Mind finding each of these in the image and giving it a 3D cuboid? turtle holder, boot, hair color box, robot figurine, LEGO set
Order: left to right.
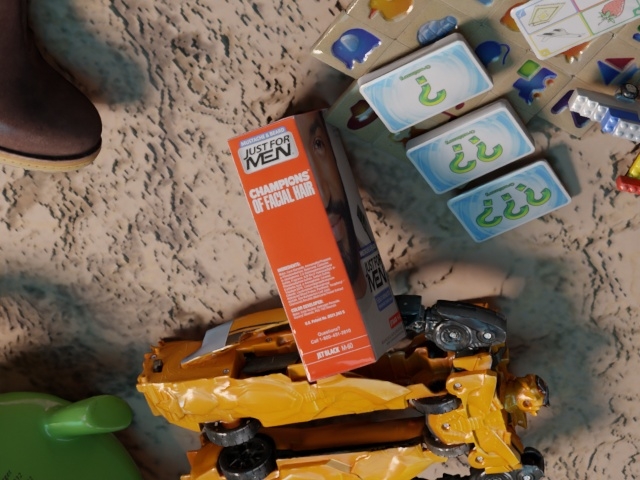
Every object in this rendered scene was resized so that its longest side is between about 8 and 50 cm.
[{"bbox_3d":[-0.269,0.227,1.334,0.227,0.243,0.320,-8,149,37],"label":"turtle holder"},{"bbox_3d":[-0.211,-0.169,1.131,0.248,0.090,0.207,33,126,-12],"label":"boot"},{"bbox_3d":[0.000,0.000,1.190,0.053,0.093,0.167,-19,93,17],"label":"hair color box"},{"bbox_3d":[0.024,0.121,1.323,0.291,0.085,0.211,-9,125,13],"label":"robot figurine"},{"bbox_3d":[0.173,-0.082,1.158,0.244,0.060,0.182,-23,133,18],"label":"LEGO set"}]

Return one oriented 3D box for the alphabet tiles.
[{"bbox_3d":[0.118,-0.132,1.150,0.198,0.009,0.237,25,127,-27],"label":"alphabet tiles"}]
